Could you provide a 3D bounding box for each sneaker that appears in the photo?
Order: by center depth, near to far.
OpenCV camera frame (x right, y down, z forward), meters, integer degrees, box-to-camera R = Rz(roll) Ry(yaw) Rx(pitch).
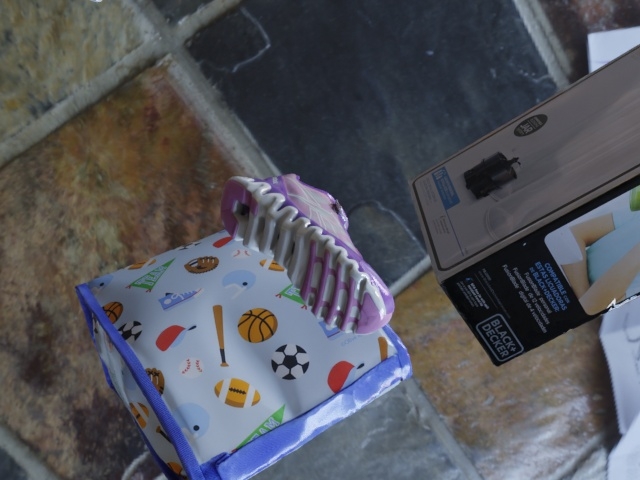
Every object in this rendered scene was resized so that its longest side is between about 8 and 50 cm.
[{"bbox_3d":[0.000,0.000,0.722,0.104,0.236,0.095,-24,146,-41],"label":"sneaker"}]

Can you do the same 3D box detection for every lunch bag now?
[{"bbox_3d":[-0.112,0.163,0.927,0.327,0.385,0.239,-26,122,-27],"label":"lunch bag"}]

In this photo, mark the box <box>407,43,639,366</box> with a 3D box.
[{"bbox_3d":[0.215,-0.052,0.470,0.289,0.169,0.087,-30,114,16],"label":"box"}]
